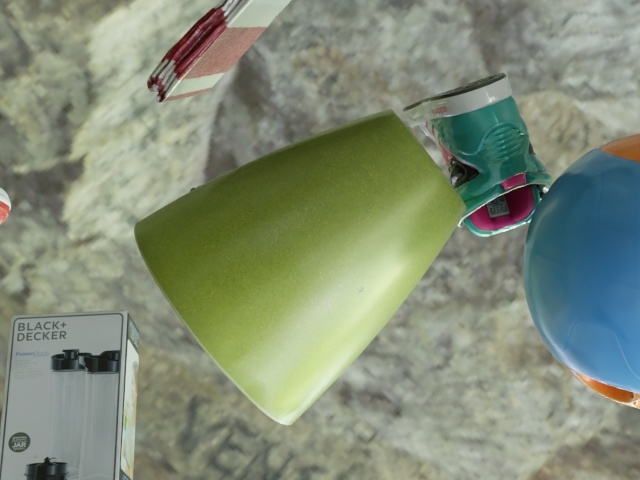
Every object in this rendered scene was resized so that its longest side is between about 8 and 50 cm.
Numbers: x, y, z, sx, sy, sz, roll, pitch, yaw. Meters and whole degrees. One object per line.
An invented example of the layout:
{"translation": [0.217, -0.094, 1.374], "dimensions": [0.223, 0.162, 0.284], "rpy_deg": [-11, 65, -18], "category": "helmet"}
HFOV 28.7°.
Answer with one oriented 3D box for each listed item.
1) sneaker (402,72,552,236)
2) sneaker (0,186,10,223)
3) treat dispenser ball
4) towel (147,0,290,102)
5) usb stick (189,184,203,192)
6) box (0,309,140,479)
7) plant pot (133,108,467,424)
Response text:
{"translation": [0.189, -0.097, 1.485], "dimensions": [0.295, 0.123, 0.178], "rpy_deg": [-132, -158, -85], "category": "sneaker"}
{"translation": [-0.192, 0.004, 0.625], "dimensions": [0.042, 0.118, 0.067], "rpy_deg": [-44, -109, 26], "category": "sneaker"}
{"translation": [0.352, 0.030, 1.282], "dimensions": [0.288, 0.288, 0.288], "rpy_deg": [34, -28, 21], "category": "treat dispenser ball"}
{"translation": [-0.062, -0.295, 1.458], "dimensions": [0.037, 0.329, 0.237], "rpy_deg": [44, 13, 1], "category": "towel"}
{"translation": [-0.109, 0.006, 1.818], "dimensions": [0.278, 0.045, 0.077], "rpy_deg": [41, -30, 42], "category": "usb stick"}
{"translation": [-0.336, 0.243, 1.669], "dimensions": [0.169, 0.290, 0.087], "rpy_deg": [-2, -26, 4], "category": "box"}
{"translation": [0.000, 0.000, 1.344], "dimensions": [0.275, 0.293, 0.275], "rpy_deg": [51, 5, -6], "category": "plant pot"}
